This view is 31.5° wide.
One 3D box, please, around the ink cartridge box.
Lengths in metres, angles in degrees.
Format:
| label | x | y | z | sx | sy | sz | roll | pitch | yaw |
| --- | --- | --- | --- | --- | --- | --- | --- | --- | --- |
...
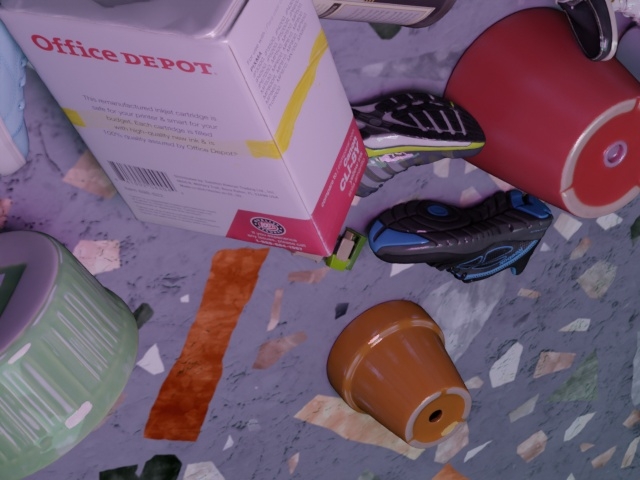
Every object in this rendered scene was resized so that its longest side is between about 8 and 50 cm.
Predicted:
| label | x | y | z | sx | sy | sz | roll | pitch | yaw |
| --- | --- | --- | --- | --- | --- | --- | --- | --- | --- |
| ink cartridge box | -0.132 | -0.167 | 1.258 | 0.160 | 0.279 | 0.384 | -66 | 154 | -26 |

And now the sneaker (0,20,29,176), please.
| label | x | y | z | sx | sy | sz | roll | pitch | yaw |
| --- | --- | --- | --- | --- | --- | --- | --- | --- | --- |
| sneaker | -0.347 | -0.235 | 1.226 | 0.150 | 0.135 | 0.365 | -21 | 132 | -16 |

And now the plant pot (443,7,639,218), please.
| label | x | y | z | sx | sy | sz | roll | pitch | yaw |
| --- | --- | --- | --- | --- | --- | --- | --- | --- | --- |
| plant pot | 0.357 | -0.175 | 1.668 | 0.275 | 0.243 | 0.274 | -18 | 129 | -23 |

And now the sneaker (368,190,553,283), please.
| label | x | y | z | sx | sy | sz | roll | pitch | yaw |
| --- | --- | --- | --- | --- | --- | --- | --- | --- | --- |
| sneaker | 0.222 | 0.014 | 1.802 | 0.341 | 0.125 | 0.139 | -5 | 126 | -30 |

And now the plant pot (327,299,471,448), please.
| label | x | y | z | sx | sy | sz | roll | pitch | yaw |
| --- | --- | --- | --- | --- | --- | --- | --- | --- | --- |
| plant pot | 0.144 | 0.234 | 1.867 | 0.205 | 0.188 | 0.205 | -18 | 130 | -22 |

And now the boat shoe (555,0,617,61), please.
| label | x | y | z | sx | sy | sz | roll | pitch | yaw |
| --- | --- | --- | --- | --- | --- | --- | --- | --- | --- |
| boat shoe | 0.338 | -0.351 | 1.571 | 0.079 | 0.084 | 0.233 | -22 | 89 | -23 |

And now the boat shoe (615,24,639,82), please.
| label | x | y | z | sx | sy | sz | roll | pitch | yaw |
| --- | --- | --- | --- | --- | --- | --- | --- | --- | --- |
| boat shoe | 0.541 | -0.265 | 1.848 | 0.076 | 0.080 | 0.228 | -48 | 133 | -29 |

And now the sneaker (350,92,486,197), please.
| label | x | y | z | sx | sy | sz | roll | pitch | yaw |
| --- | --- | --- | --- | --- | --- | --- | --- | --- | --- |
| sneaker | 0.088 | -0.129 | 1.614 | 0.300 | 0.111 | 0.121 | -5 | 138 | -10 |

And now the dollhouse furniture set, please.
| label | x | y | z | sx | sy | sz | roll | pitch | yaw |
| --- | --- | --- | --- | --- | --- | --- | --- | --- | --- |
| dollhouse furniture set | 0.000 | 0.000 | 1.684 | 0.152 | 0.076 | 0.058 | 18 | 98 | -43 |

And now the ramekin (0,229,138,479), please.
| label | x | y | z | sx | sy | sz | roll | pitch | yaw |
| --- | --- | --- | --- | --- | --- | --- | --- | --- | --- |
| ramekin | -0.386 | 0.129 | 1.364 | 0.303 | 0.303 | 0.148 | -36 | 128 | -6 |

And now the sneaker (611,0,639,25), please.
| label | x | y | z | sx | sy | sz | roll | pitch | yaw |
| --- | --- | --- | --- | --- | --- | --- | --- | --- | --- |
| sneaker | 0.459 | -0.348 | 1.683 | 0.169 | 0.108 | 0.292 | -31 | 112 | -7 |

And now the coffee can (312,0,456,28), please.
| label | x | y | z | sx | sy | sz | roll | pitch | yaw |
| --- | --- | --- | --- | --- | --- | --- | --- | --- | --- |
| coffee can | 0.012 | -0.357 | 1.327 | 0.275 | 0.201 | 0.201 | -3 | 123 | -32 |
